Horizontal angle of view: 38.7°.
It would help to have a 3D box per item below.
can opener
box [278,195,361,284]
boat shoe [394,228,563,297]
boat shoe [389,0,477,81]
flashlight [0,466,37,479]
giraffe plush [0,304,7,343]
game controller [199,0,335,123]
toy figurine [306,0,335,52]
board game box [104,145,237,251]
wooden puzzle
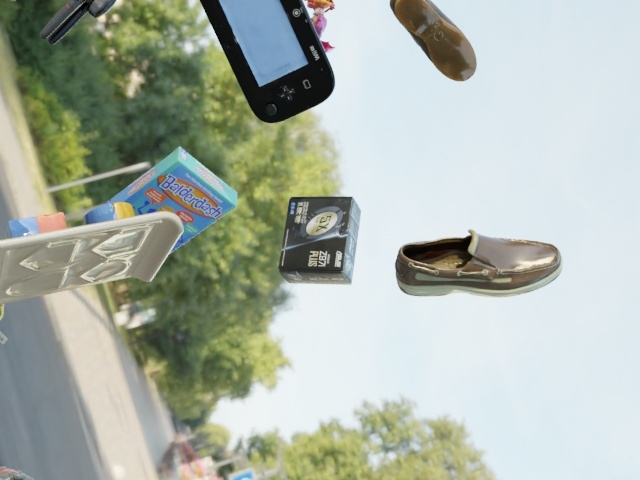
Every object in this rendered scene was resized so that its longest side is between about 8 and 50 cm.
[{"bbox_3d":[-0.517,-0.484,1.920,0.073,0.186,0.059,57,4,34],"label":"can opener"},{"bbox_3d":[0.000,0.000,1.966,0.077,0.148,0.180,54,41,-61],"label":"box"},{"bbox_3d":[0.242,0.031,1.395,0.095,0.258,0.095,77,7,-46],"label":"boat shoe"},{"bbox_3d":[0.192,-0.357,1.545,0.207,0.073,0.073,44,16,-33],"label":"boat shoe"},{"bbox_3d":[-0.565,0.461,1.658,0.304,0.103,0.103,-31,-142,60],"label":"flashlight"},{"bbox_3d":[-0.827,0.192,2.034,0.170,0.210,0.181,-58,173,-79],"label":"giraffe plush"},{"bbox_3d":[-0.098,-0.371,1.597,0.319,0.167,0.067,64,26,-10],"label":"game controller"},{"bbox_3d":[-0.001,-0.440,1.762,0.173,0.130,0.159,137,-43,-73],"label":"toy figurine"},{"bbox_3d":[-0.292,-0.069,1.773,0.160,0.210,0.047,39,29,-34],"label":"board game box"},{"bbox_3d":[-0.456,0.018,1.664,0.322,0.348,0.080,-45,-124,59],"label":"wooden puzzle"}]
